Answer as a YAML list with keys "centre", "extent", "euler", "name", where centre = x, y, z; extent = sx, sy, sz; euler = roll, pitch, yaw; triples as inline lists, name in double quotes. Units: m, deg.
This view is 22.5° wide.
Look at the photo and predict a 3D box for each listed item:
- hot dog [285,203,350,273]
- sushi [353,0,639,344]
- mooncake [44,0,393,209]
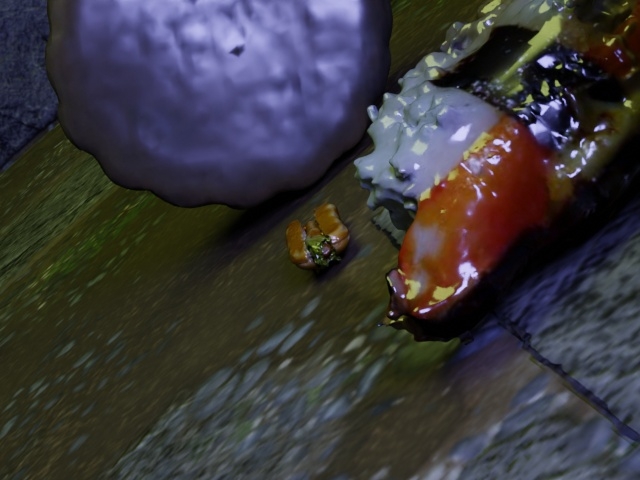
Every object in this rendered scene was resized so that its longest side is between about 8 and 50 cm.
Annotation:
- centre: [0.000, 0.000, 0.884]
  extent: [0.037, 0.021, 0.083]
  euler: [-29, 15, 6]
  name: "hot dog"
- centre: [0.091, -0.054, 0.659]
  extent: [0.226, 0.103, 0.097]
  euler: [-43, -2, -12]
  name: "sushi"
- centre: [-0.069, -0.132, 1.061]
  extent: [0.228, 0.228, 0.124]
  euler: [-42, 6, -1]
  name: "mooncake"
